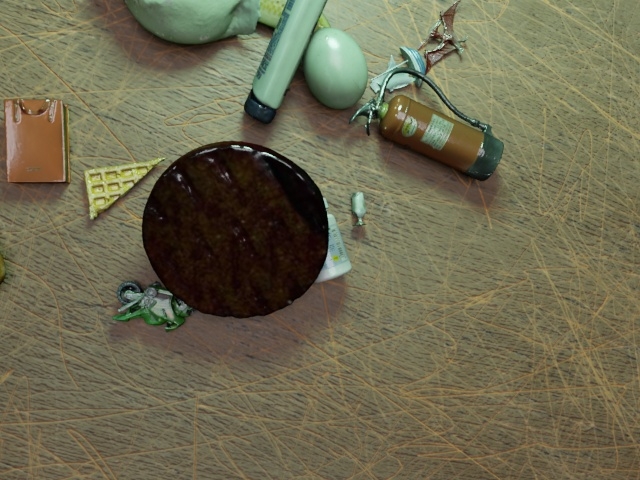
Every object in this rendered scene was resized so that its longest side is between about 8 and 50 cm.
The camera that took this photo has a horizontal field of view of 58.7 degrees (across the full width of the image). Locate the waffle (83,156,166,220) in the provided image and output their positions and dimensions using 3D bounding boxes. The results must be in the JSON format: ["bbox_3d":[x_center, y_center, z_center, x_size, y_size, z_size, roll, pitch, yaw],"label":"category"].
[{"bbox_3d":[-0.446,-0.121,1.329,0.190,0.032,0.125,-8,88,-7],"label":"waffle"}]

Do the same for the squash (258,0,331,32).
[{"bbox_3d":[-0.037,-0.583,1.368,0.251,0.093,0.170,18,125,-7],"label":"squash"}]

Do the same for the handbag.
[{"bbox_3d":[-0.641,-0.225,1.290,0.127,0.063,0.190,-1,91,-8],"label":"handbag"}]

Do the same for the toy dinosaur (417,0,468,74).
[{"bbox_3d":[0.318,-0.516,1.458,0.108,0.032,0.220,24,87,-10],"label":"toy dinosaur"}]

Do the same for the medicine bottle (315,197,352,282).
[{"bbox_3d":[0.000,0.000,1.359,0.102,0.103,0.187,-19,92,-9],"label":"medicine bottle"}]

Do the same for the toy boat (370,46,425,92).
[{"bbox_3d":[0.205,-0.417,1.436,0.105,0.034,0.149,40,83,-5],"label":"toy boat"}]

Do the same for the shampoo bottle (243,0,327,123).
[{"bbox_3d":[-0.078,-0.452,1.305,0.078,0.134,0.360,16,113,-27],"label":"shampoo bottle"}]

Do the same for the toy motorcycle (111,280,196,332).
[{"bbox_3d":[-0.379,0.155,1.319,0.190,0.074,0.106,11,95,-8],"label":"toy motorcycle"}]

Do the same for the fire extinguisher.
[{"bbox_3d":[0.267,-0.294,1.416,0.375,0.113,0.200,21,58,-9],"label":"fire extinguisher"}]

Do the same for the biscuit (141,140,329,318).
[{"bbox_3d":[-0.182,-0.019,1.253,0.406,0.091,0.408,-1,110,-4],"label":"biscuit"}]

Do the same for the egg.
[{"bbox_3d":[0.034,-0.406,1.346,0.149,0.149,0.193,-27,114,-8],"label":"egg"}]

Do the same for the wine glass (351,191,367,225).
[{"bbox_3d":[0.092,-0.077,1.410,0.038,0.042,0.084,-3,85,-46],"label":"wine glass"}]

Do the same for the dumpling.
[{"bbox_3d":[-0.321,-0.593,1.286,0.320,0.212,0.270,-14,127,-21],"label":"dumpling"}]

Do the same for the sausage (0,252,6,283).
[{"bbox_3d":[-0.788,-0.008,1.243,0.108,0.109,0.271,-37,93,-8],"label":"sausage"}]
